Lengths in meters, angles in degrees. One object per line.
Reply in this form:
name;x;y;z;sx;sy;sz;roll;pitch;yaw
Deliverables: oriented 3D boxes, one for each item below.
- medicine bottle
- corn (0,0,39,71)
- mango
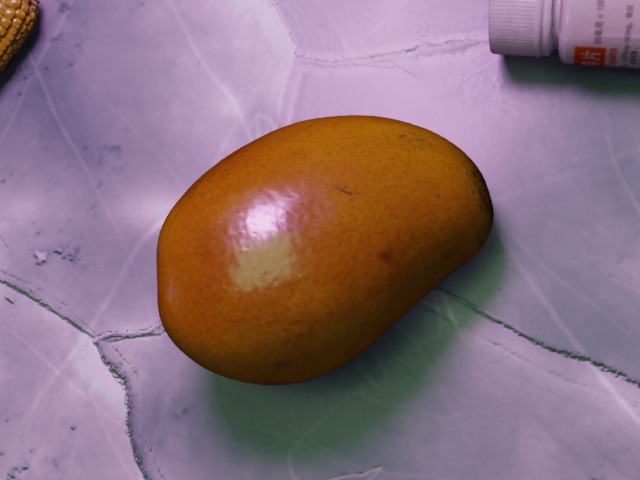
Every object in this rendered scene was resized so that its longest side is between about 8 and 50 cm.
medicine bottle;0.313;-0.260;1.244;0.252;0.144;0.144;7;81;11
corn;-0.450;-0.220;1.433;0.260;0.091;0.091;-52;46;3
mango;0.000;0.000;1.230;0.378;0.221;0.264;-24;70;-3
